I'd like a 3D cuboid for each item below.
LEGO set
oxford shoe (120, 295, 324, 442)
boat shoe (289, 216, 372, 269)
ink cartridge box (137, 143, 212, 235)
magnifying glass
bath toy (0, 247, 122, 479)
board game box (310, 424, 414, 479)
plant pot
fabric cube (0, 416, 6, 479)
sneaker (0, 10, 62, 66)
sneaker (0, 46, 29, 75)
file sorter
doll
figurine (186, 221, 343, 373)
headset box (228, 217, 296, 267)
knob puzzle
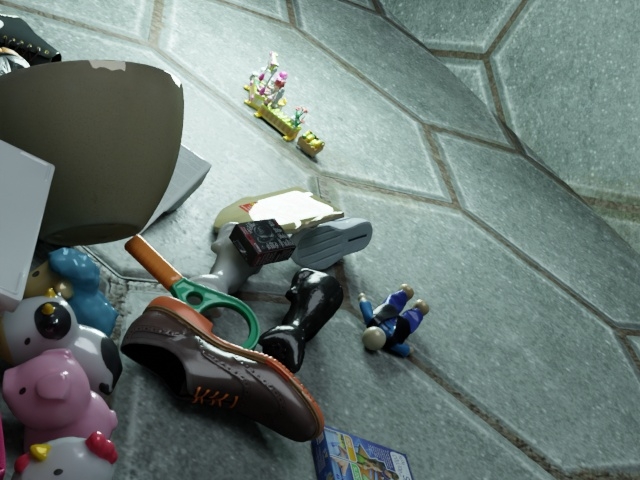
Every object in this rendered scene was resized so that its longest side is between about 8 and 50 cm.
[{"bbox_3d":[-0.075,-0.303,2.250,0.132,0.107,0.287,14,30,-38],"label":"LEGO set"},{"bbox_3d":[-0.124,0.180,1.316,0.271,0.097,0.098,31,40,8],"label":"oxford shoe"},{"bbox_3d":[0.000,0.000,1.833,0.076,0.083,0.226,16,12,33],"label":"boat shoe"},{"bbox_3d":[-0.306,-0.104,1.673,0.189,0.066,0.232,35,45,2],"label":"ink cartridge box"},{"bbox_3d":[-0.175,0.074,1.422,0.231,0.026,0.092,40,54,19],"label":"magnifying glass"},{"bbox_3d":[-0.267,0.155,1.109,0.151,0.129,0.348,22,27,-26],"label":"bath toy"},{"bbox_3d":[0.066,0.327,1.323,0.136,0.035,0.201,24,26,-22],"label":"board game box"},{"bbox_3d":[-0.313,-0.099,1.415,0.284,0.284,0.190,5,73,-48],"label":"plant pot"},{"bbox_3d":[-0.370,0.160,0.731,0.254,0.258,0.259,0,37,-25],"label":"fabric cube"},{"bbox_3d":[-0.510,-0.315,1.745,0.118,0.083,0.222,36,23,2],"label":"sneaker"},{"bbox_3d":[-0.509,-0.227,1.592,0.083,0.084,0.215,42,34,11],"label":"sneaker"},{"bbox_3d":[-0.422,0.007,1.132,0.193,0.173,0.277,26,25,-20],"label":"file sorter"},{"bbox_3d":[0.112,0.131,1.740,0.129,0.046,0.189,46,31,4],"label":"doll"},{"bbox_3d":[-0.089,0.084,1.533,0.215,0.092,0.209,33,28,0],"label":"figurine"},{"bbox_3d":[-0.087,0.003,1.542,0.083,0.032,0.062,-12,54,-43],"label":"headset box"},{"bbox_3d":[-0.083,-0.034,1.745,0.213,0.030,0.213,-4,22,2],"label":"knob puzzle"}]
